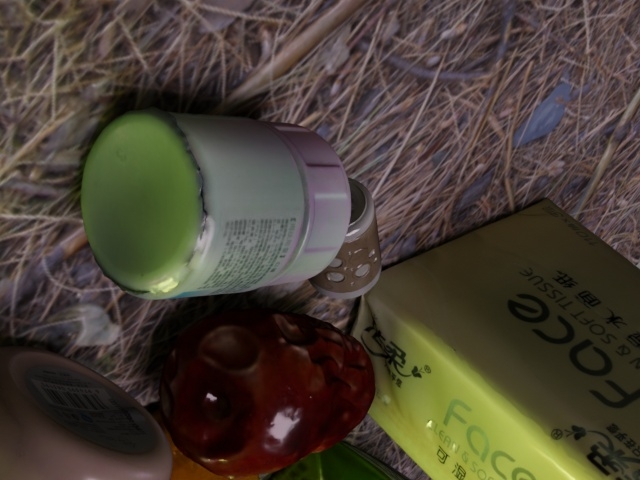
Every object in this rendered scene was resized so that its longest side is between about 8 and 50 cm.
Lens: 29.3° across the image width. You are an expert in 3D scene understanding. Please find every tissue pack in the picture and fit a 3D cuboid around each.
[{"bbox_3d":[0.271,0.168,1.312,0.331,0.405,0.205,-22,140,-36],"label":"tissue pack"}]

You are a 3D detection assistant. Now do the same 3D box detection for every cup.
[{"bbox_3d":[0.003,-0.006,1.101,0.099,0.102,0.074,81,20,-54],"label":"cup"},{"bbox_3d":[-0.203,0.215,0.935,0.253,0.191,0.200,29,100,-26],"label":"cup"}]

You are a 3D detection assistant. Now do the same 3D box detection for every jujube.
[{"bbox_3d":[-0.041,0.136,1.119,0.155,0.155,0.230,-55,152,15],"label":"jujube"}]

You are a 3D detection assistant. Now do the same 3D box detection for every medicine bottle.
[{"bbox_3d":[-0.073,-0.027,0.895,0.168,0.135,0.135,-4,131,-50],"label":"medicine bottle"}]

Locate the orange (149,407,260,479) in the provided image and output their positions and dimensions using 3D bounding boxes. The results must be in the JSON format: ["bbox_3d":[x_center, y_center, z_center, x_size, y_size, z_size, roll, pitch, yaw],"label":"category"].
[{"bbox_3d":[-0.175,0.300,1.219,0.274,0.274,0.310,-16,108,-43],"label":"orange"}]

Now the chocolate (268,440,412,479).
[{"bbox_3d":[-0.002,0.386,1.504,0.289,0.137,0.301,-47,150,0],"label":"chocolate"}]
